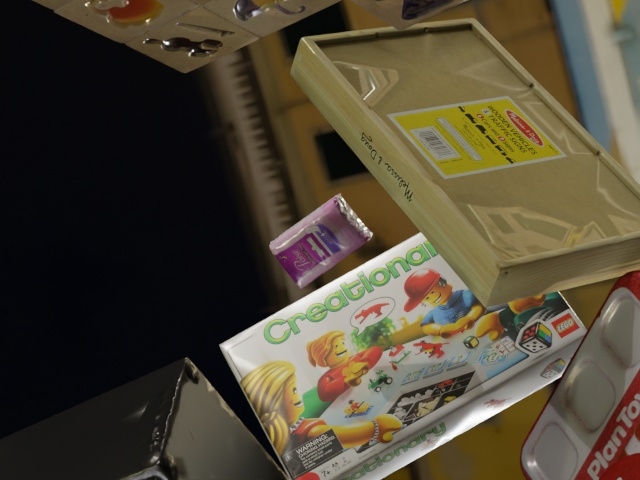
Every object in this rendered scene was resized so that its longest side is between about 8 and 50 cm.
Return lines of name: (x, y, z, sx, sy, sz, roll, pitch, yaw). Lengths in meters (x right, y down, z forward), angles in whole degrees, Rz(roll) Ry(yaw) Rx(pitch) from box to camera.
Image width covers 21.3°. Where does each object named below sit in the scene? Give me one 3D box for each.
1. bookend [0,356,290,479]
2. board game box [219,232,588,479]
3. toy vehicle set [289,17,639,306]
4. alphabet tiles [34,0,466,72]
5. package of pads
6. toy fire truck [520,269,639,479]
bookend: (-0.086, 0.156, 0.796, 0.156, 0.157, 0.072, 54, -154, -27)
board game box: (0.079, 0.105, 1.606, 0.193, 0.305, 0.053, 58, 175, 37)
toy vehicle set: (0.114, -0.066, 1.220, 0.166, 0.035, 0.267, -10, -135, -32)
alphabet tiles: (0.008, -0.120, 0.584, 0.198, 0.237, 0.009, 21, -126, -53)
package of pads: (0.000, 0.000, 1.517, 0.050, 0.083, 0.032, 52, -157, -7)
toy fire truck: (0.250, 0.094, 1.076, 0.169, 0.254, 0.302, 12, -66, -30)
